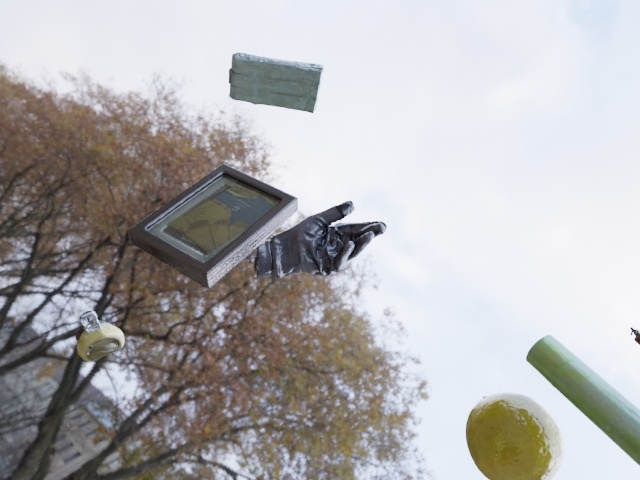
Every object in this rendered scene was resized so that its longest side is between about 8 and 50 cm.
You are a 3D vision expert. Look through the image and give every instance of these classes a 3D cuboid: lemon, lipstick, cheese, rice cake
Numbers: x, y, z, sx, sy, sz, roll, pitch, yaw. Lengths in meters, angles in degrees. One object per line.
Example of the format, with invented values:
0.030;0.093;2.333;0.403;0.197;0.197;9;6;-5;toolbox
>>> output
0.378;0.389;1.167;0.203;0.178;0.178;-117;-151;-45;lemon
0.490;0.285;1.022;0.304;0.076;0.076;48;-39;41;lipstick
-0.410;0.169;1.084;0.036;0.086;0.162;61;-22;27;cheese
-0.104;-0.357;1.343;0.211;0.038;0.124;13;-49;0;rice cake

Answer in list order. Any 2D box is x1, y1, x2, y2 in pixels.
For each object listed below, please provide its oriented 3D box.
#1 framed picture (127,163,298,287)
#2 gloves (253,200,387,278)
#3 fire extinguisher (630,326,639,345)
-0.127;-0.025;0.726;0.128;0.168;0.023;27;-41;24;framed picture
-0.004;0.002;1.207;0.119;0.285;0.142;39;39;-80;gloves
0.542;0.174;0.975;0.022;0.028;0.083;-43;-112;11;fire extinguisher
